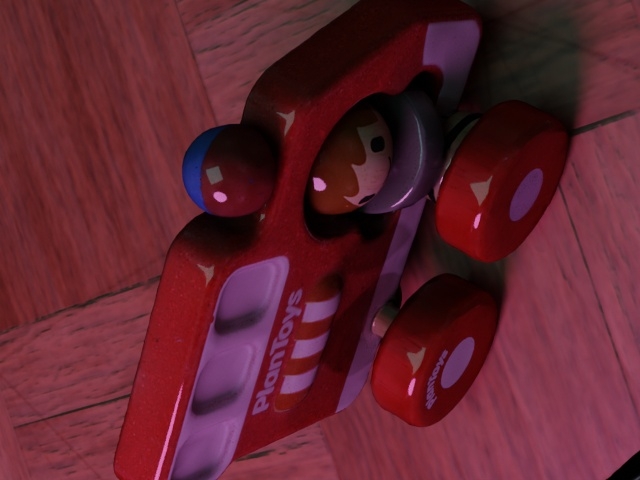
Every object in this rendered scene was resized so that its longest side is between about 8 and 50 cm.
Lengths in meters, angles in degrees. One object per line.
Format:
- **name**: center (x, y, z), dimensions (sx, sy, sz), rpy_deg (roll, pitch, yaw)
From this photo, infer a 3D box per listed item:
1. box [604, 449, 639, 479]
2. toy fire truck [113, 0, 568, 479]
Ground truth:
- **box**: center (0.295, 0.179, 0.647), dimensions (0.183, 0.296, 0.294), rpy_deg (-44, 76, 34)
- **toy fire truck**: center (0.000, 0.000, 0.837), dimensions (0.169, 0.254, 0.302), rpy_deg (30, 117, 26)
